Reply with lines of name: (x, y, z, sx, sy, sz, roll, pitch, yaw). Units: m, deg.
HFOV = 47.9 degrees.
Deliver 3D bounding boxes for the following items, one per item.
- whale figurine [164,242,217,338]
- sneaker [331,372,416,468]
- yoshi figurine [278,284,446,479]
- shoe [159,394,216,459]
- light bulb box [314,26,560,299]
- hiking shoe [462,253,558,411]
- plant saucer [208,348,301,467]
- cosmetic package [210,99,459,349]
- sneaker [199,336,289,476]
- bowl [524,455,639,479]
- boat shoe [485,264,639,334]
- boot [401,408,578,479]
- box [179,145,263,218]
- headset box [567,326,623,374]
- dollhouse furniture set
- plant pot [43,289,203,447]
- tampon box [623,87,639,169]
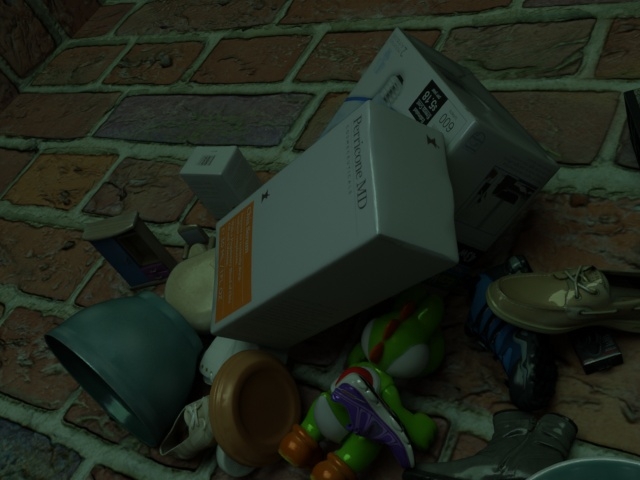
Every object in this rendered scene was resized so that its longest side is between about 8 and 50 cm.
whale figurine: (-0.192, 0.085, 1.505, 0.216, 0.141, 0.272, 39, 77, 27)
sneaker: (0.080, 0.278, 1.088, 0.071, 0.170, 0.068, -40, 1, 3)
yoshi figurine: (0.103, 0.251, 1.212, 0.362, 0.203, 0.203, -55, 6, -5)
shoe: (-0.224, 0.334, 1.271, 0.219, 0.058, 0.076, -52, 38, 42)
light bulb box: (0.174, -0.130, 1.338, 0.361, 0.225, 0.358, -53, 37, 24)
hiking shoe: (0.310, 0.162, 1.202, 0.132, 0.113, 0.304, -22, 34, 25)
plant saucer: (-0.101, 0.285, 1.233, 0.037, 0.200, 0.200, -18, 41, 41)
cosmetic package: (0.000, 0.000, 1.172, 0.453, 0.161, 0.230, -33, 49, 45)
sneaker: (-0.160, 0.292, 1.349, 0.169, 0.108, 0.292, -14, 51, 43)
bowl: (0.357, 0.440, 0.862, 0.311, 0.163, 0.311, -16, 44, 16)
boat shoe: (0.409, 0.080, 1.120, 0.302, 0.098, 0.109, 5, 44, -6)
boot: (0.259, 0.331, 1.098, 0.246, 0.083, 0.161, -3, 38, 27)
box: (-0.226, -0.134, 1.710, 0.130, 0.170, 0.091, 5, 55, 32)
headset box: (0.442, 0.172, 1.157, 0.062, 0.032, 0.083, -20, 42, 11)
dollhouse furniture set: (-0.391, 0.113, 1.555, 0.286, 0.198, 0.303, -13, 46, 18)
plant pot: (-0.352, 0.220, 1.384, 0.293, 0.293, 0.196, 19, 53, 39)
tampon box: (0.631, -0.194, 1.325, 0.101, 0.120, 0.161, -13, 46, 20)
